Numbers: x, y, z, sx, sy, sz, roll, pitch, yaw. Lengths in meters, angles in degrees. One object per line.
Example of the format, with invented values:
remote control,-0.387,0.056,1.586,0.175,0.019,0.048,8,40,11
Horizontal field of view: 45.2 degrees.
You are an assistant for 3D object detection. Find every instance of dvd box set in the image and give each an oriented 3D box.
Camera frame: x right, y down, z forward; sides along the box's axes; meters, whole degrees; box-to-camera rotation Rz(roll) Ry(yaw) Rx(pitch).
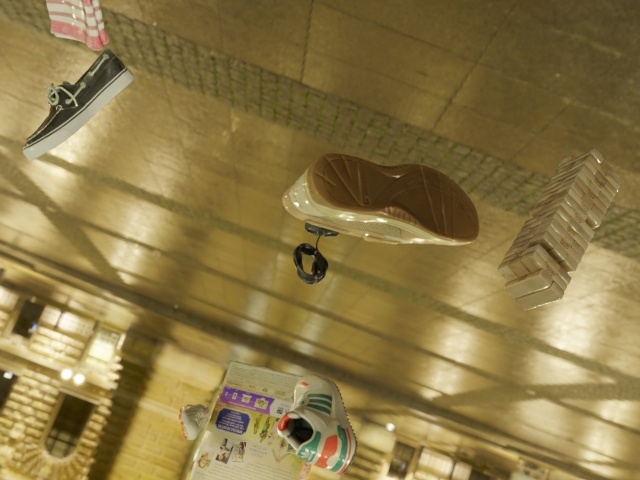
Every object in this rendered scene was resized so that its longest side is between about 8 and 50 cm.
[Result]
dvd box set,-0.160,0.528,1.905,0.308,0.420,0.062,5,157,31

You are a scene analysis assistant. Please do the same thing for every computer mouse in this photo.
computer mouse,0.000,0.000,1.205,0.071,0.242,0.041,16,124,2

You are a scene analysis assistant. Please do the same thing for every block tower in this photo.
block tower,0.437,-0.031,1.388,0.091,0.335,0.097,45,146,-11

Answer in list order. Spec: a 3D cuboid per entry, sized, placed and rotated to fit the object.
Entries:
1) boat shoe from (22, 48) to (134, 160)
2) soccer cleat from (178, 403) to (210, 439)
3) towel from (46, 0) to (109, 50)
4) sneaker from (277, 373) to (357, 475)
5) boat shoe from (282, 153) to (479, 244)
boat shoe,-0.547,-0.303,1.679,0.105,0.306,0.113,52,160,-24
soccer cleat,-0.314,0.447,1.931,0.076,0.068,0.196,-13,-175,-9
towel,-0.320,-0.338,0.938,0.144,0.029,0.197,28,136,47
sneaker,-0.015,0.200,0.885,0.075,0.057,0.161,21,-162,-25
boat shoe,0.104,-0.055,1.218,0.341,0.121,0.110,14,154,-30
